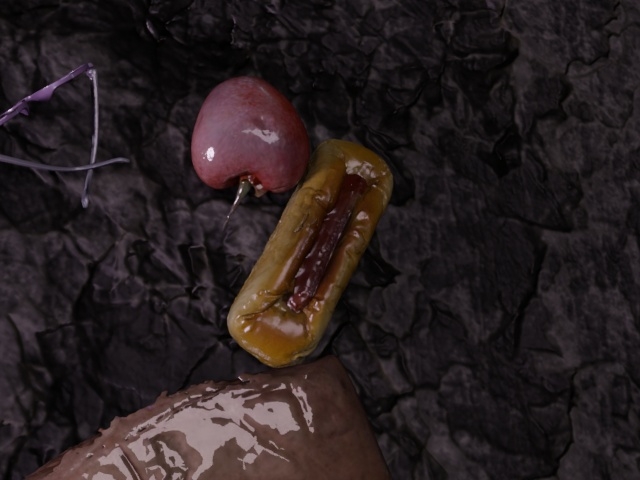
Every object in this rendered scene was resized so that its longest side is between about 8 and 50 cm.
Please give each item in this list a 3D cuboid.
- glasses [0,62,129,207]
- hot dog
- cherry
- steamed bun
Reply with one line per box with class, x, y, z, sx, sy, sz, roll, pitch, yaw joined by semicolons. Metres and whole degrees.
glasses;-0.225;-0.082;0.962;0.140;0.062;0.104;-43;108;-31
hot dog;0.000;0.000;0.984;0.084;0.073;0.242;34;59;-9
cherry;-0.068;-0.093;0.990;0.106;0.087;0.126;-18;70;-19
steamed bun;-0.094;0.226;0.780;0.301;0.199;0.252;-22;93;-19
